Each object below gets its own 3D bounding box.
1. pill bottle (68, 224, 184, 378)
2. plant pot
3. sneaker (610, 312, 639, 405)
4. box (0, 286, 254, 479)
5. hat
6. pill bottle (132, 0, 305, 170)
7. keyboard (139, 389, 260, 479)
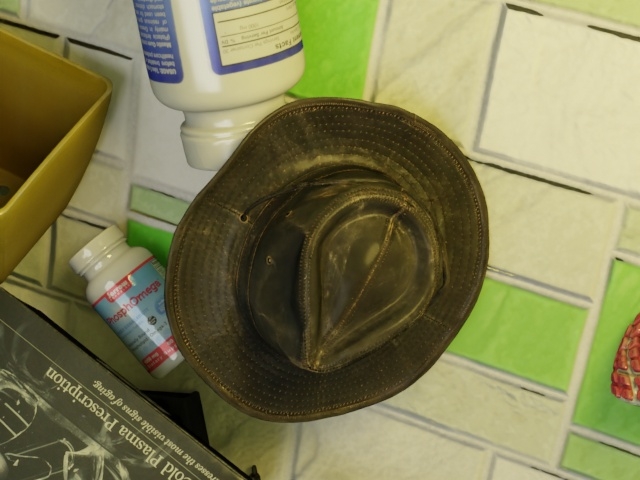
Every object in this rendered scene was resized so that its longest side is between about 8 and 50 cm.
[{"bbox_3d":[-0.195,0.064,1.583,0.087,0.087,0.160,-40,92,32],"label":"pill bottle"},{"bbox_3d":[-0.360,-0.080,1.528,0.212,0.212,0.187,26,143,10],"label":"plant pot"},{"bbox_3d":[0.397,0.104,1.316,0.299,0.121,0.112,-17,134,37],"label":"sneaker"},{"bbox_3d":[-0.287,0.281,1.542,0.343,0.179,0.312,36,83,8],"label":"box"},{"bbox_3d":[0.024,0.039,1.355,0.331,0.134,0.331,-4,107,-14],"label":"hat"},{"bbox_3d":[-0.097,-0.211,1.384,0.152,0.152,0.272,0,111,25],"label":"pill bottle"},{"bbox_3d":[-0.138,0.320,1.699,0.201,0.033,0.317,0,112,24],"label":"keyboard"}]
